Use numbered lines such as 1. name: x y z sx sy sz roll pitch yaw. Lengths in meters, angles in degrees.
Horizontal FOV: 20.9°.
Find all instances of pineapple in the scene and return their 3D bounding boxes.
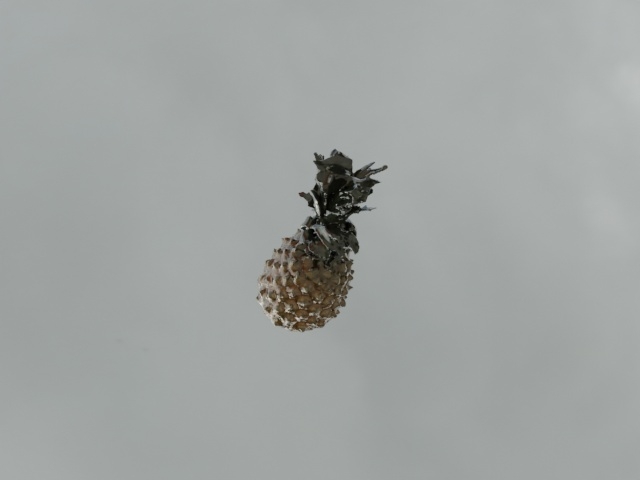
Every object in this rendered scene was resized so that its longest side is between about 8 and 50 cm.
1. pineapple: 0.000 0.000 0.986 0.058 0.124 0.058 8 -129 -10
